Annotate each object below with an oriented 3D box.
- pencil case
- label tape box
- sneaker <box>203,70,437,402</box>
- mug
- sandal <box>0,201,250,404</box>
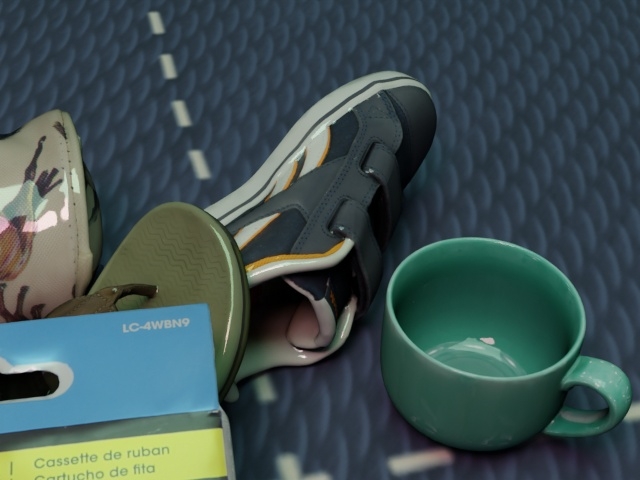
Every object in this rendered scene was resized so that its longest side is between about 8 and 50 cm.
[{"bbox_3d":[-0.357,0.006,0.730,0.410,0.160,0.183,-6,17,-9],"label":"pencil case"},{"bbox_3d":[-0.156,0.211,0.503,0.249,0.115,0.348,-6,52,-7],"label":"label tape box"},{"bbox_3d":[0.000,0.000,0.779,0.127,0.126,0.321,31,61,35],"label":"sneaker"},{"bbox_3d":[0.110,0.085,0.706,0.129,0.097,0.158,-13,45,-17],"label":"mug"},{"bbox_3d":[-0.146,0.101,0.620,0.120,0.086,0.303,24,68,28],"label":"sandal"}]
